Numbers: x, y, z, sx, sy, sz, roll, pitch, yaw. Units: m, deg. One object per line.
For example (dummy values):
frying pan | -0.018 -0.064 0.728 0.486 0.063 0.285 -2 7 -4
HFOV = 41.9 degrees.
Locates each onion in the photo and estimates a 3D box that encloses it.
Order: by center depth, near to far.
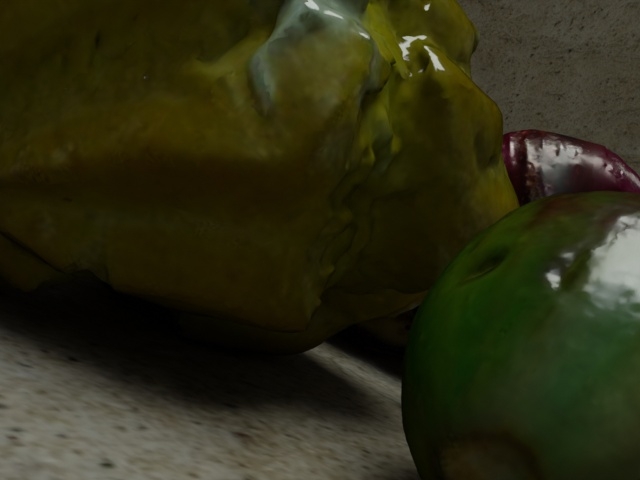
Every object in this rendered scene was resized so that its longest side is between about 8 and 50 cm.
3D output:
onion | 0.370 0.024 1.377 0.398 0.398 0.420 21 25 5

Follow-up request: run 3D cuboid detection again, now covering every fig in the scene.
fig | 0.120 0.070 0.367 0.181 0.181 0.191 23 26 38

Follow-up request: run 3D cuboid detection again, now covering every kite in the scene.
kite | 0.047 0.091 0.848 0.241 0.014 0.183 21 2 22

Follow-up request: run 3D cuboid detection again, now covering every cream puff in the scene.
cream puff | -0.084 -0.056 0.523 0.378 0.275 0.378 30 -27 17

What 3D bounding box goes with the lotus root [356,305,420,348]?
lotus root | 0.073 0.021 0.799 0.160 0.146 0.284 12 8 -12
